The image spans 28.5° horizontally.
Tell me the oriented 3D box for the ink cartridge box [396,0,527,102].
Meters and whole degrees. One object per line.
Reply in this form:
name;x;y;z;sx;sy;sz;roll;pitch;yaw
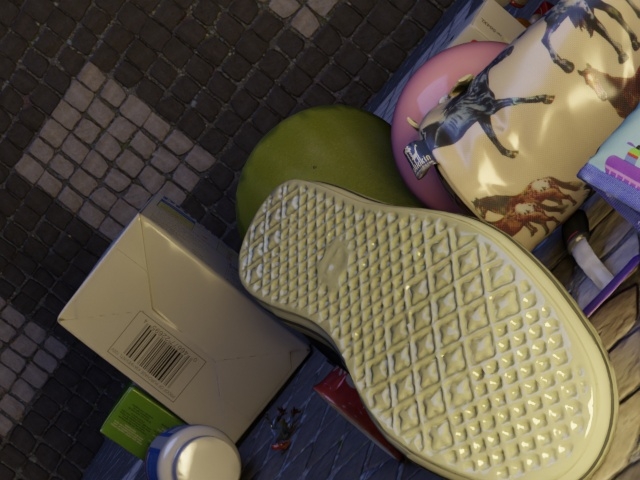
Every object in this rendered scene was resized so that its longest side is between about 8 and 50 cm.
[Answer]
ink cartridge box;0.233;-0.234;1.851;0.203;0.148;0.086;-43;10;48

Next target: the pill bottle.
pill bottle;-0.185;0.333;1.845;0.124;0.124;0.221;-55;8;-15

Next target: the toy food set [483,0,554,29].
toy food set;0.312;-0.365;2.070;0.104;0.111;0.232;-54;32;37

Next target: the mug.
mug;0.085;0.119;1.277;0.169;0.113;0.150;-50;9;-6

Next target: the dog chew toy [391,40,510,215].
dog chew toy;0.190;-0.129;1.486;0.206;0.206;0.332;-51;0;9

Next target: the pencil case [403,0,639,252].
pencil case;0.267;-0.178;1.168;0.410;0.183;0.160;-44;-13;18

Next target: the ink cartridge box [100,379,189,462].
ink cartridge box;-0.262;0.309;2.182;0.097;0.189;0.255;-53;6;5

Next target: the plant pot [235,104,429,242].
plant pot;0.055;-0.019;1.650;0.275;0.275;0.293;-52;23;2

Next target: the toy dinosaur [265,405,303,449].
toy dinosaur;-0.050;0.267;1.746;0.090;0.047;0.082;87;-164;-46

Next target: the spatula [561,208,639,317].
spatula;0.239;0.015;1.118;0.084;0.030;0.296;-49;8;16

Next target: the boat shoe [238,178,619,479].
boat shoe;0.094;0.072;1.062;0.187;0.156;0.500;-61;31;1

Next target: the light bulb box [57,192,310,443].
light bulb box;-0.222;0.123;2.145;0.225;0.358;0.361;-50;7;4

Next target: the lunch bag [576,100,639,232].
lunch bag;0.312;-0.054;0.707;0.221;0.138;0.293;-50;17;3

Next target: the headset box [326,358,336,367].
headset box;0.044;0.145;1.683;0.062;0.032;0.083;-54;9;-12
